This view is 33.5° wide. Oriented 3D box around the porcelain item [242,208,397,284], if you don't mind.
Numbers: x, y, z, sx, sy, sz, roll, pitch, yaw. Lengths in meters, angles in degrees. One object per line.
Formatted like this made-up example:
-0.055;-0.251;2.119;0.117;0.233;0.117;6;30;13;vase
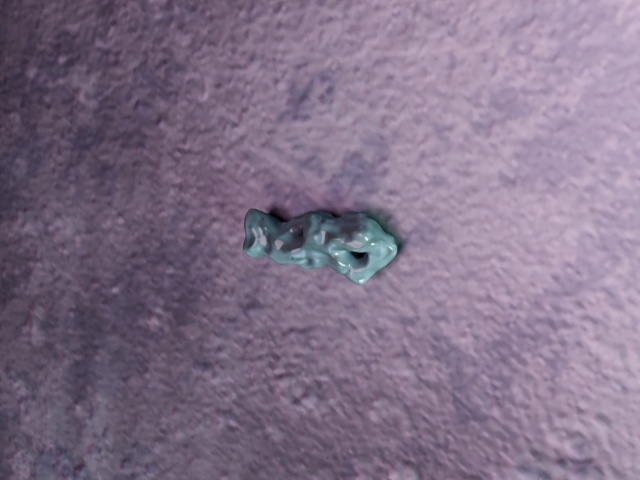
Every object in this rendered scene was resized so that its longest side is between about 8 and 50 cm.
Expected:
0.000;0.000;0.550;0.083;0.028;0.036;8;121;26;porcelain item
